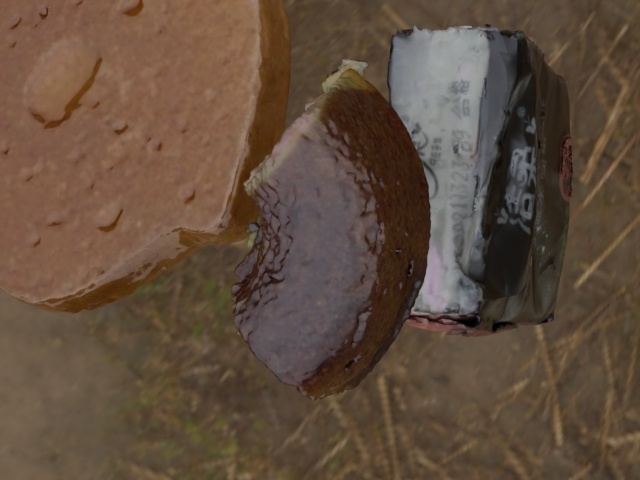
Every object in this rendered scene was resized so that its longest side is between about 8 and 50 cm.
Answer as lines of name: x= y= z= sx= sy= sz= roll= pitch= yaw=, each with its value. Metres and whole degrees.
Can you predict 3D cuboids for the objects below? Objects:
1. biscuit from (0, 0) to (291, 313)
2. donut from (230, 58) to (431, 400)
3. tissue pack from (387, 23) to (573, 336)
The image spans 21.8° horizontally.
biscuit: x=-0.215 y=-0.139 z=1.396 sx=0.455 sy=0.078 sz=0.349 roll=36 pitch=101 yaw=27
donut: x=0.008 y=-0.006 z=1.080 sx=0.144 sy=0.126 sz=0.186 roll=37 pitch=106 yaw=8
tissue pack: x=0.143 y=-0.041 z=1.403 sx=0.123 sy=0.332 sz=0.244 roll=1 pitch=87 yaw=18
